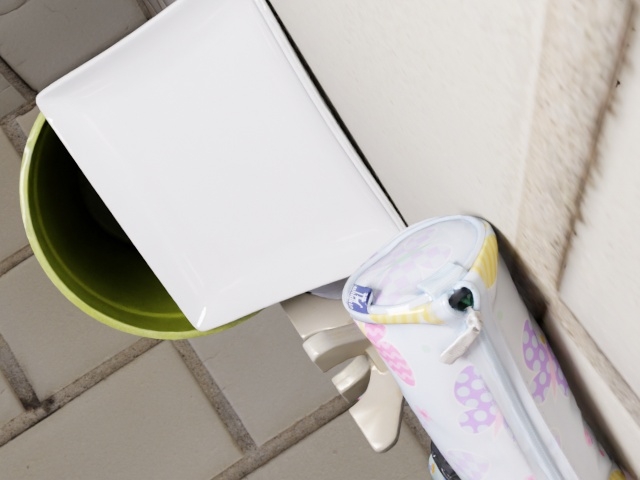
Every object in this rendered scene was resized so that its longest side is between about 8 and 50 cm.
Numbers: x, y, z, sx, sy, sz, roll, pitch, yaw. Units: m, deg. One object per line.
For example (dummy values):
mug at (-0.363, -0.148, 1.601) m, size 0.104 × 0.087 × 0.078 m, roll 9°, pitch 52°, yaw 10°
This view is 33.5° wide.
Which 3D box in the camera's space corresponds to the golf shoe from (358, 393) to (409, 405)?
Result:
golf shoe at (0.118, 0.227, 1.842) m, size 0.115 × 0.140 × 0.306 m, roll 56°, pitch 176°, yaw 32°

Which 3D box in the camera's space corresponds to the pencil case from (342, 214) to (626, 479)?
pencil case at (0.127, 0.110, 0.777) m, size 0.124 × 0.113 × 0.273 m, roll 12°, pitch 139°, yaw 57°

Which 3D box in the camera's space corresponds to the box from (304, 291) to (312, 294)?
box at (-0.067, -0.047, 1.857) m, size 0.261 × 0.103 × 0.184 m, roll 57°, pitch -169°, yaw -13°

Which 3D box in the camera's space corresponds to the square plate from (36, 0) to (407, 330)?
square plate at (-0.108, -0.086, 1.171) m, size 0.344 × 0.347 × 0.049 m, roll 57°, pitch -141°, yaw -14°

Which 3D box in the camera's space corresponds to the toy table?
toy table at (0.072, 0.133, 1.405) m, size 0.252 × 0.161 × 0.274 m, roll 55°, pitch 177°, yaw 36°

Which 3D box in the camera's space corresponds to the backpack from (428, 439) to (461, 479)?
backpack at (0.219, 0.317, 1.421) m, size 0.152 × 0.115 × 0.182 m, roll 51°, pitch 177°, yaw 38°

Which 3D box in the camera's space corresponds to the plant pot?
plant pot at (-0.213, -0.083, 1.449) m, size 0.366 × 0.367 × 0.353 m, roll 57°, pitch 173°, yaw -14°

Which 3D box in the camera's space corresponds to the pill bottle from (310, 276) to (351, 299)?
pill bottle at (-0.008, 0.001, 1.614) m, size 0.216 × 0.121 × 0.121 m, roll 60°, pitch 175°, yaw -39°
